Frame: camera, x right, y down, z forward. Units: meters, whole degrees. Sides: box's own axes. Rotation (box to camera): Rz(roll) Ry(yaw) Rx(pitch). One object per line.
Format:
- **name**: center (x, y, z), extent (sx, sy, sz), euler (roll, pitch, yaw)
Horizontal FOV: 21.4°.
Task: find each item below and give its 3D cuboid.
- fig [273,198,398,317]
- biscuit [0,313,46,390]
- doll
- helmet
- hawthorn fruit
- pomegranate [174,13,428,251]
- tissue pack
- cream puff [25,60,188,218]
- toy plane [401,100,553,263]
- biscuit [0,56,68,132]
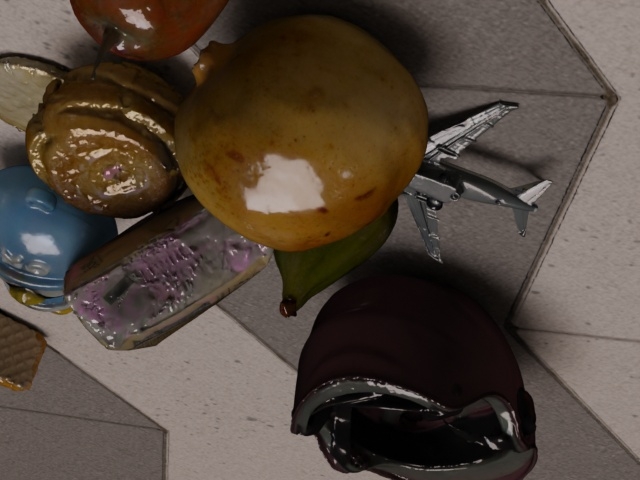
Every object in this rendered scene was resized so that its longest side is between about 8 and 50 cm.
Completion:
- **fig**: center (0.015, -0.008, 1.744), extent (0.127, 0.185, 0.133), euler (-26, 131, 24)
- **biscuit**: center (-0.555, 0.095, 2.339), extent (0.379, 0.094, 0.054), euler (30, 156, -25)
- **doll**: center (-0.327, 0.006, 1.995), extent (0.177, 0.141, 0.314), euler (18, 156, 0)
- **helmet**: center (0.113, 0.161, 1.991), extent (0.271, 0.197, 0.338), euler (-14, 149, 32)
- **hawthorn fruit**: center (-0.159, -0.218, 1.453), extent (0.149, 0.189, 0.149), euler (38, 173, 6)
- **pomegranate**: center (-0.020, -0.095, 1.557), extent (0.233, 0.233, 0.233), euler (12, 153, 7)
- **tissue pack**: center (-0.165, 0.034, 1.797), extent (0.123, 0.215, 0.257), euler (58, 172, -7)
- **cream puff**: center (-0.202, -0.108, 1.724), extent (0.189, 0.129, 0.189), euler (4, 144, 3)
- **toy plane**: center (0.119, -0.067, 1.687), extent (0.226, 0.058, 0.226), euler (14, 134, -9)
- **biscuit**: center (-0.302, -0.150, 1.816), extent (0.152, 0.020, 0.152), euler (13, 153, 7)
